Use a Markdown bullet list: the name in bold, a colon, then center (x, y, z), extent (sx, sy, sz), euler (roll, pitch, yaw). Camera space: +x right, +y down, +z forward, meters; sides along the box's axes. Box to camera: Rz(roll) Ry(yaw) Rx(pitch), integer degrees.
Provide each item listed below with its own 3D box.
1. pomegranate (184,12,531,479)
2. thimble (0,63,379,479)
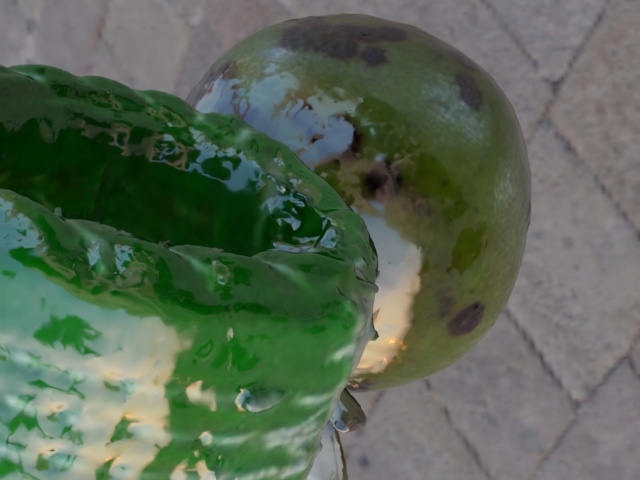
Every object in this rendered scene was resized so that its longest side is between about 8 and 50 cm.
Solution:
- **pomegranate**: center (-0.002, 0.002, 0.557), extent (0.148, 0.169, 0.148), euler (26, 148, 17)
- **thimble**: center (-0.052, 0.016, 0.383), extent (0.130, 0.118, 0.090), euler (24, 112, 5)
